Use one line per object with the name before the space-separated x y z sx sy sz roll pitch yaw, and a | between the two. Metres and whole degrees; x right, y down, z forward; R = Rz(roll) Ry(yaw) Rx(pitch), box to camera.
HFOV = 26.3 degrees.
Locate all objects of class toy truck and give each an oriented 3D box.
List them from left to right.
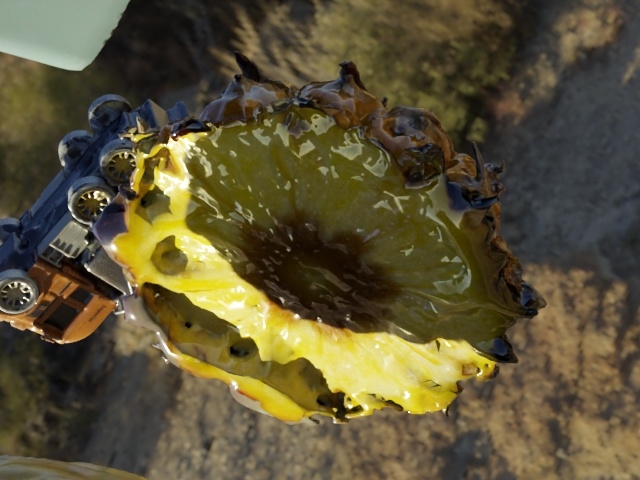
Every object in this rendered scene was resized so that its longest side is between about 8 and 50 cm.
toy truck | -0.155 -0.015 0.967 0.192 0.092 0.083 -47 33 15

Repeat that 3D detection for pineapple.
pineapple | 0.000 0.000 0.641 0.225 0.225 0.076 -47 16 41

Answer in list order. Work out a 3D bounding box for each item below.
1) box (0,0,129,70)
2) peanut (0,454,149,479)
box | -0.134 -0.183 0.552 0.162 0.130 0.227 -53 37 28
peanut | -0.037 0.187 0.594 0.149 0.313 0.149 -167 90 -89
